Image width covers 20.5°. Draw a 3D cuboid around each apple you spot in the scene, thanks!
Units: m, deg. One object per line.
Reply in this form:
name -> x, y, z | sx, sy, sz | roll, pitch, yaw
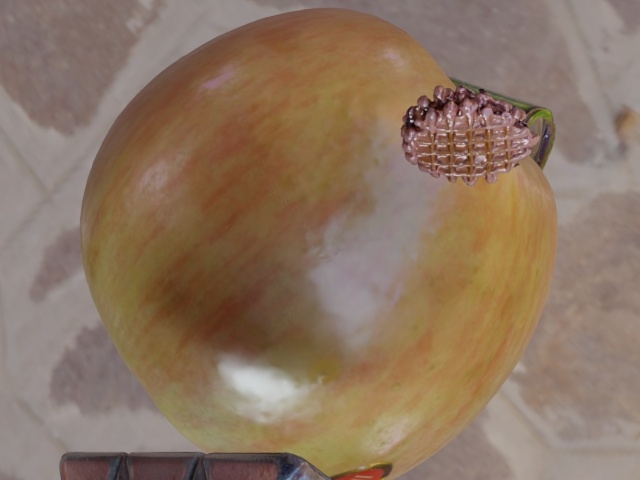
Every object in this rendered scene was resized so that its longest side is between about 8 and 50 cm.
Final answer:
apple -> 0.000, 0.000, 1.427 | 0.346, 0.391, 0.391 | -38, 115, 9

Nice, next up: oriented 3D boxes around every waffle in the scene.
waffle -> 0.089, -0.063, 1.082 | 0.083, 0.029, 0.075 | 21, 144, -26

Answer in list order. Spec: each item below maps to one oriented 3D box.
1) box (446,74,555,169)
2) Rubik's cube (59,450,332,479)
box -> 0.078, -0.129, 1.903 | 0.097, 0.346, 0.134 | 9, 101, -58
Rubik's cube -> -0.048, 0.230, 1.105 | 0.233, 0.228, 0.228 | -24, 101, 14
